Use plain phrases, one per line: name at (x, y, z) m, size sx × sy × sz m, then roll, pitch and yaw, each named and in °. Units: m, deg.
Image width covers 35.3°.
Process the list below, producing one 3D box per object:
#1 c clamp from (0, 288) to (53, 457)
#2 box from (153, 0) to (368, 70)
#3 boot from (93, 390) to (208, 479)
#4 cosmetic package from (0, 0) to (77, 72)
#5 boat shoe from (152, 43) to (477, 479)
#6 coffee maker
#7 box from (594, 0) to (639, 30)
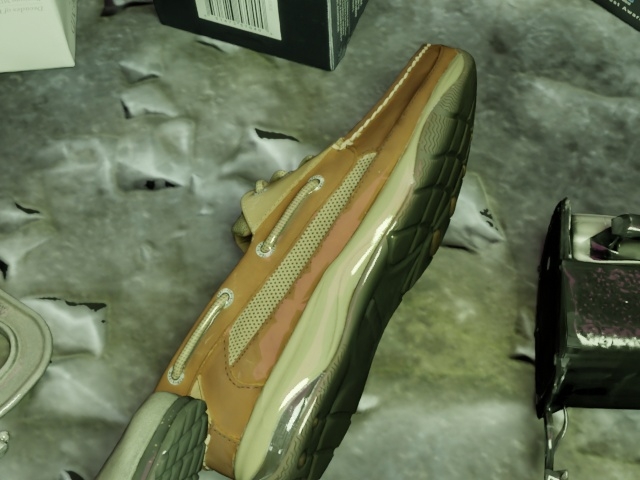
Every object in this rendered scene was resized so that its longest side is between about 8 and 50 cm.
c clamp at (-0.250, 0.082, 0.652) m, size 0.161 × 0.022 × 0.137 m, roll 35°, pitch 68°, yaw 18°
box at (-0.024, -0.256, 0.780) m, size 0.153 × 0.108 × 0.207 m, roll 17°, pitch 64°, yaw 11°
boot at (-0.176, 0.166, 0.535) m, size 0.161 × 0.083 × 0.246 m, roll 27°, pitch 88°, yaw 14°
cosmetic package at (-0.233, -0.234, 0.704) m, size 0.086 × 0.231 × 0.117 m, roll -5°, pitch 62°, yaw -1°
boat shoe at (0.000, 0.000, 0.635) m, size 0.120 × 0.122 × 0.324 m, roll 21°, pitch 64°, yaw 19°
coffee maker at (0.224, 0.067, 0.605) m, size 0.178 × 0.120 × 0.171 m, roll 5°, pitch 85°, yaw 6°
box at (0.295, -0.237, 0.641) m, size 0.097 × 0.318 × 0.395 m, roll -41°, pitch 68°, yaw -18°
